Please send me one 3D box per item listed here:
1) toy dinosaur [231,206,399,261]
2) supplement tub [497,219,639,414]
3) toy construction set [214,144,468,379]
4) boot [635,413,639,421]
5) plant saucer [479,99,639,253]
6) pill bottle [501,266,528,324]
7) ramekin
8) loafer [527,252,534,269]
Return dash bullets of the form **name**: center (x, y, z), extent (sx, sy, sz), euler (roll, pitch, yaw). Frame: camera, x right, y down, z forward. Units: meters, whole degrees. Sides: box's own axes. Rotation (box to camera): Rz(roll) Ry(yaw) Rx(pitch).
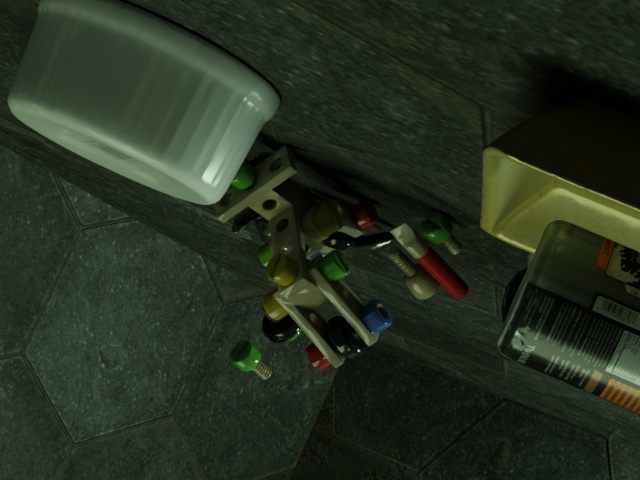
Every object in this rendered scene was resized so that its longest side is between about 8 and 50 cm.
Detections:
- **toy dinosaur**: center (-0.010, -0.003, 2.140), extent (0.314, 0.121, 0.160), euler (26, -172, 18)
- **supplement tub**: center (0.242, 0.070, 1.163), extent (0.190, 0.117, 0.117), euler (23, 173, 6)
- **toy construction set**: center (0.000, 0.000, 1.860), extent (0.309, 0.257, 0.237), euler (-9, 139, 40)
- **boot**: center (0.418, 0.181, 2.021), extent (0.137, 0.077, 0.198), euler (38, -169, -46)
- **plant saucer**: center (0.296, -0.008, 1.209), extent (0.333, 0.081, 0.333), euler (22, 173, 9)
- **pill bottle**: center (0.294, 0.102, 1.875), extent (0.123, 0.122, 0.219), euler (22, 173, 16)
- **ramekin**: center (-0.194, -0.146, 1.604), extent (0.277, 0.135, 0.277), euler (24, 173, 3)
- **loafer**: center (0.277, 0.016, 1.485), extent (0.087, 0.094, 0.251), euler (6, 169, 31)
